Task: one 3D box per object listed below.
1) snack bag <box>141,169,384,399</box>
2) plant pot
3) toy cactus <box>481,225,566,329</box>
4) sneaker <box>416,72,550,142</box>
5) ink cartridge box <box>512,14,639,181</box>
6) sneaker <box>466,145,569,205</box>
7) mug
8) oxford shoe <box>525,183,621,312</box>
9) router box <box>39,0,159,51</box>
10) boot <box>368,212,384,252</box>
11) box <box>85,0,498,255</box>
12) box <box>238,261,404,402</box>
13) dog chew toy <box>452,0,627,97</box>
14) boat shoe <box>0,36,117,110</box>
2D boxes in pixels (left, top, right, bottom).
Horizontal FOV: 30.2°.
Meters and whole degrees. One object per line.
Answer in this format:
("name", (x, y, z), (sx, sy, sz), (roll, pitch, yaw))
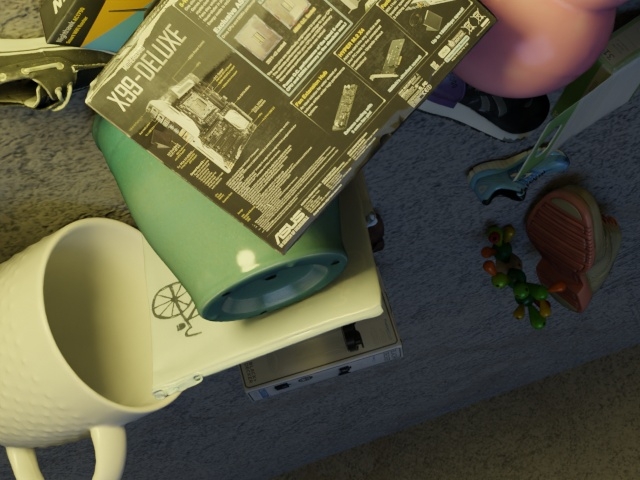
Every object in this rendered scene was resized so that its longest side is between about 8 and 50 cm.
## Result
("snack bag", (-0.077, 0.020, 1.517), (0.323, 0.342, 0.037), (-21, 136, 10))
("plant pot", (-0.097, -0.053, 1.372), (0.271, 0.255, 0.272), (-19, 163, -6))
("toy cactus", (0.359, 0.053, 2.172), (0.112, 0.219, 0.180), (-37, -164, 9))
("sneaker", (0.222, -0.206, 1.493), (0.283, 0.107, 0.124), (6, 143, -44))
("ink cartridge box", (0.346, -0.191, 1.573), (0.235, 0.056, 0.171), (-33, 164, -19))
("sneaker", (0.315, -0.094, 1.863), (0.162, 0.073, 0.063), (-17, 158, 0))
("mug", (-0.370, 0.197, 1.653), (0.328, 0.374, 0.276), (-25, 163, 35))
("oxford shoe", (0.471, -0.013, 2.156), (0.146, 0.140, 0.397), (-46, 157, -12))
("router box", (-0.177, -0.251, 1.155), (0.133, 0.046, 0.179), (0, 152, -37))
("boot", (0.000, 0.000, 1.881), (0.207, 0.090, 0.248), (-28, 158, -7))
("box", (-0.029, -0.174, 1.104), (0.242, 0.076, 0.307), (38, 104, -19))
("box", (-0.011, 0.164, 2.113), (0.290, 0.169, 0.087), (-18, 158, 0))
("dog chew toy", (0.242, -0.296, 1.177), (0.206, 0.207, 0.332), (-1, 145, -35))
("boat shoe", (-0.292, -0.167, 1.236), (0.219, 0.070, 0.078), (-7, 156, -25))
